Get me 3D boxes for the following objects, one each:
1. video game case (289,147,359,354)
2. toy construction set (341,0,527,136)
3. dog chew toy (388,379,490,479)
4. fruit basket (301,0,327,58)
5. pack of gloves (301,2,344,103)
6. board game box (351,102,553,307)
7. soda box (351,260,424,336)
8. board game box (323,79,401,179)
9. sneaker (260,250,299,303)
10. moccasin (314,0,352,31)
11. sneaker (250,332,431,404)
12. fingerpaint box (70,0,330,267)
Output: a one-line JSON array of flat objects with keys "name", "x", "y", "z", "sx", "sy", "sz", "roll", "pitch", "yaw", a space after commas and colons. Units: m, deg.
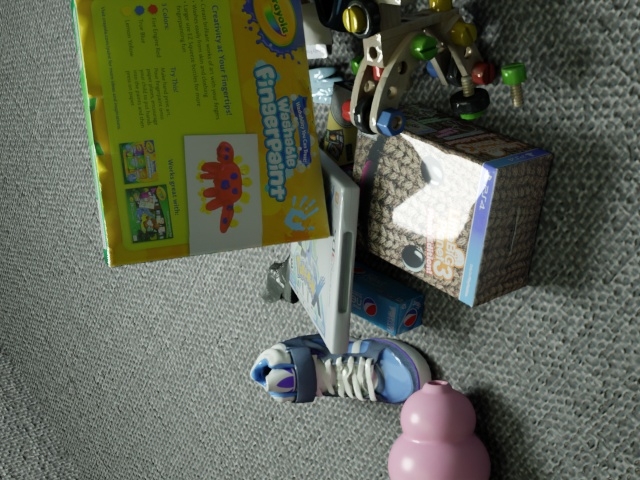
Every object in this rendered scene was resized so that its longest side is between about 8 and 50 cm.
[{"name": "video game case", "x": 0.000, "y": 0.000, "z": 1.739, "sx": 0.329, "sy": 0.036, "sz": 0.300, "roll": -126, "pitch": 37, "yaw": -66}, {"name": "toy construction set", "x": 0.126, "y": -0.321, "z": 1.474, "sx": 0.309, "sy": 0.257, "sz": 0.237, "roll": -121, "pitch": 14, "yaw": -63}, {"name": "dog chew toy", "x": 0.206, "y": 0.410, "z": 1.679, "sx": 0.206, "sy": 0.206, "sz": 0.332, "roll": 3, "pitch": 96, "yaw": 48}, {"name": "fruit basket", "x": -0.161, "y": -0.497, "z": 1.811, "sx": 0.327, "sy": 0.165, "sz": 0.353, "roll": 5, "pitch": 115, "yaw": 40}, {"name": "pack of gloves", "x": -0.074, "y": -0.330, "z": 1.786, "sx": 0.232, "sy": 0.046, "sz": 0.195, "roll": 2, "pitch": 125, "yaw": 35}, {"name": "board game box", "x": 0.198, "y": -0.066, "z": 1.562, "sx": 0.291, "sy": 0.141, "sz": 0.232, "roll": 28, "pitch": 122, "yaw": 41}, {"name": "soda box", "x": 0.091, "y": 0.100, "z": 1.794, "sx": 0.210, "sy": 0.071, "sz": 0.067, "roll": 27, "pitch": 122, "yaw": 41}, {"name": "board game box", "x": 0.074, "y": -0.148, "z": 1.753, "sx": 0.165, "sy": 0.042, "sz": 0.243, "roll": 34, "pitch": 126, "yaw": 39}, {"name": "sneaker", "x": -0.076, "y": 0.065, "z": 1.989, "sx": 0.089, "sy": 0.051, "sz": 0.170, "roll": 32, "pitch": 127, "yaw": 35}, {"name": "moccasin", "x": 0.018, "y": -0.525, "z": 1.634, "sx": 0.137, "sy": 0.116, "sz": 0.342, "roll": -18, "pitch": 89, "yaw": 50}, {"name": "sneaker", "x": 0.018, "y": 0.260, "z": 1.802, "sx": 0.322, "sy": 0.236, "sz": 0.130, "roll": 11, "pitch": 110, "yaw": 47}, {"name": "fingerpaint box", "x": -0.202, "y": -0.200, "z": 1.618, "sx": 0.163, "sy": 0.371, "sz": 0.445, "roll": -177, "pitch": 79, "yaw": -75}]
